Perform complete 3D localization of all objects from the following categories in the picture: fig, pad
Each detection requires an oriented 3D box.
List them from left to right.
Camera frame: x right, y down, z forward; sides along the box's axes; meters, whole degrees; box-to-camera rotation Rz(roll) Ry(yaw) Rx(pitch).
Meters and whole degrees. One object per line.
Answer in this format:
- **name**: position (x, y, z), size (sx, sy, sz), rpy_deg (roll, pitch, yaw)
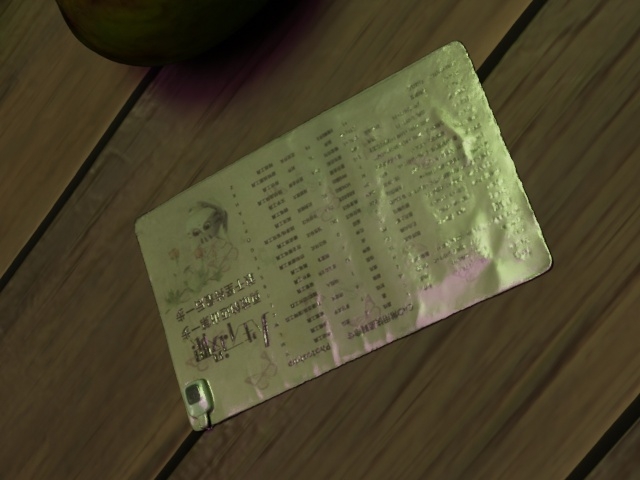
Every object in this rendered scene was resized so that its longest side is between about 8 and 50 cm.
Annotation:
- **fig**: position (-0.096, -0.210, 0.757), size (0.191, 0.181, 0.181), rpy_deg (-16, 72, -2)
- **pad**: position (0.000, 0.000, 0.755), size (0.265, 0.009, 0.160), rpy_deg (-27, 69, 21)
